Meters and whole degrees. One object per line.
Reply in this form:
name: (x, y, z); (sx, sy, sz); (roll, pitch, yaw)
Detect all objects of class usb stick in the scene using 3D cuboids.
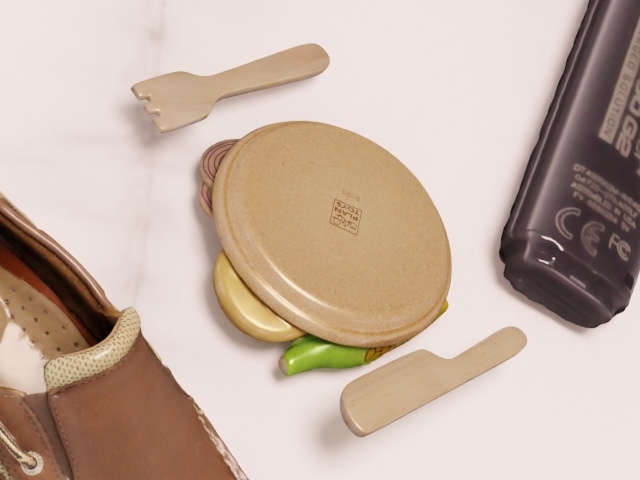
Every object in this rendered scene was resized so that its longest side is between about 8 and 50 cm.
usb stick: (0.161, -0.079, 0.909); (0.077, 0.045, 0.278); (34, 56, -15)

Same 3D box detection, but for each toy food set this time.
toy food set: (0.000, 0.000, 0.803); (0.132, 0.038, 0.192); (-20, 70, -39)

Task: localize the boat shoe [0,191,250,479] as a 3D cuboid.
boat shoe: (-0.099, 0.066, 0.681); (0.257, 0.095, 0.095); (44, 55, 0)
